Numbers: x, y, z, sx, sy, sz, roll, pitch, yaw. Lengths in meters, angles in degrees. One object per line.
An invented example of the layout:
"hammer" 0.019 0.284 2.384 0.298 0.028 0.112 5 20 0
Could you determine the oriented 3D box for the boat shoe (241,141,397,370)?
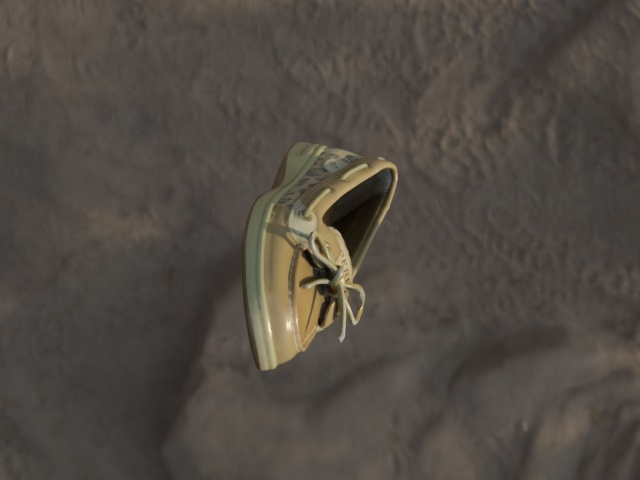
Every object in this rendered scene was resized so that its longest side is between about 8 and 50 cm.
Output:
"boat shoe" 0.000 0.000 1.112 0.089 0.285 0.105 0 123 11
